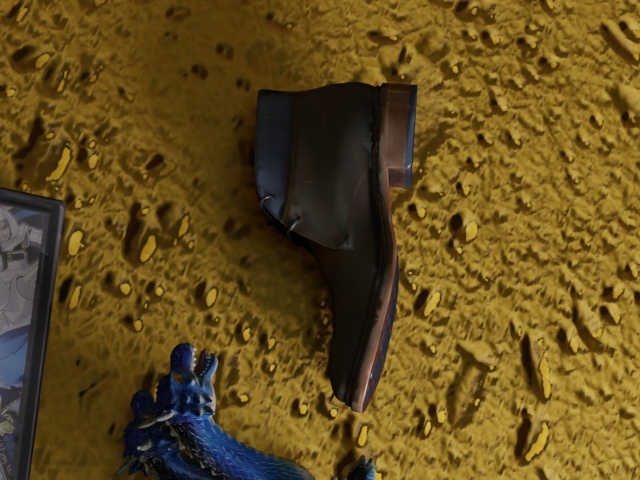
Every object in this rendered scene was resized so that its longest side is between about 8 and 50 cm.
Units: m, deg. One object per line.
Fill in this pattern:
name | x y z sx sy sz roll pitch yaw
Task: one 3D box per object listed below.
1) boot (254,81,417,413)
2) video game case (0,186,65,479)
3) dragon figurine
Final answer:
boot | 0.000 0.000 1.272 0.106 0.082 0.219 6 70 4
video game case | -0.295 0.067 1.135 0.275 0.035 0.248 12 66 -17
dragon figurine | -0.035 0.202 1.158 0.144 0.085 0.289 -2 70 -22
